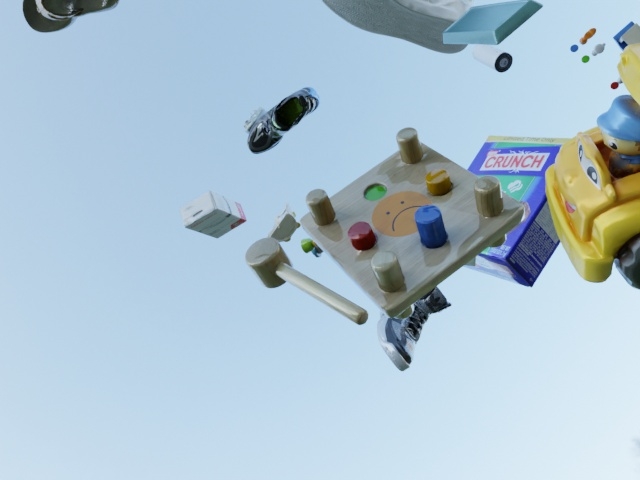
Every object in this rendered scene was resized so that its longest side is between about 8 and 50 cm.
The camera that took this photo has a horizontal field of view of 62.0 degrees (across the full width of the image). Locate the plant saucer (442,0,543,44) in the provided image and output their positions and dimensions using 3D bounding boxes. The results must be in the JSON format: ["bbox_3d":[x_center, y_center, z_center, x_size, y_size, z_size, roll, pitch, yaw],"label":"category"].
[{"bbox_3d":[0.214,-0.285,0.695,0.067,0.192,0.018,-40,-71,8],"label":"plant saucer"}]

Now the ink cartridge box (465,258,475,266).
[{"bbox_3d":[0.230,-0.018,1.017,0.145,0.045,0.179,7,-28,18],"label":"ink cartridge box"}]

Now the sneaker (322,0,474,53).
[{"bbox_3d":[0.140,-0.459,0.951,0.292,0.169,0.108,20,-22,-7],"label":"sneaker"}]

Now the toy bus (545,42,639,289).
[{"bbox_3d":[0.276,-0.086,0.373,0.220,0.150,0.211,-15,-45,17],"label":"toy bus"}]

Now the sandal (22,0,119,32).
[{"bbox_3d":[-0.364,-0.340,0.753,0.180,0.049,0.072,-1,-61,26],"label":"sandal"}]

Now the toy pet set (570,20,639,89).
[{"bbox_3d":[0.578,-0.374,1.048,0.114,0.122,0.065,-44,-9,22],"label":"toy pet set"}]

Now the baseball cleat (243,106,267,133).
[{"bbox_3d":[-0.144,-0.301,1.413,0.072,0.206,0.109,-42,-74,17],"label":"baseball cleat"}]

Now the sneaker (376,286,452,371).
[{"bbox_3d":[0.216,0.172,1.210,0.153,0.269,0.101,-34,-73,22],"label":"sneaker"}]

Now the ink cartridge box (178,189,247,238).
[{"bbox_3d":[-0.288,-0.068,1.431,0.109,0.063,0.150,-28,-21,16],"label":"ink cartridge box"}]

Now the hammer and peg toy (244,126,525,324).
[{"bbox_3d":[0.089,0.002,0.802,0.361,0.266,0.127,-36,-45,-10],"label":"hammer and peg toy"}]

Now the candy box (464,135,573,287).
[{"bbox_3d":[0.431,-0.081,1.213,0.122,0.268,0.317,41,-100,-29],"label":"candy box"}]

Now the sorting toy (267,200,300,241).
[{"bbox_3d":[-0.078,-0.045,1.137,0.044,0.075,0.083,20,-56,-30],"label":"sorting toy"}]

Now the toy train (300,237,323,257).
[{"bbox_3d":[0.000,0.000,1.628,0.143,0.105,0.248,-17,-12,24],"label":"toy train"}]

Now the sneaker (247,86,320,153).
[{"bbox_3d":[-0.085,-0.238,1.057,0.188,0.078,0.067,-32,-86,31],"label":"sneaker"}]

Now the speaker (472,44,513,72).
[{"bbox_3d":[0.478,-0.513,1.486,0.055,0.136,0.055,-7,-57,-11],"label":"speaker"}]
